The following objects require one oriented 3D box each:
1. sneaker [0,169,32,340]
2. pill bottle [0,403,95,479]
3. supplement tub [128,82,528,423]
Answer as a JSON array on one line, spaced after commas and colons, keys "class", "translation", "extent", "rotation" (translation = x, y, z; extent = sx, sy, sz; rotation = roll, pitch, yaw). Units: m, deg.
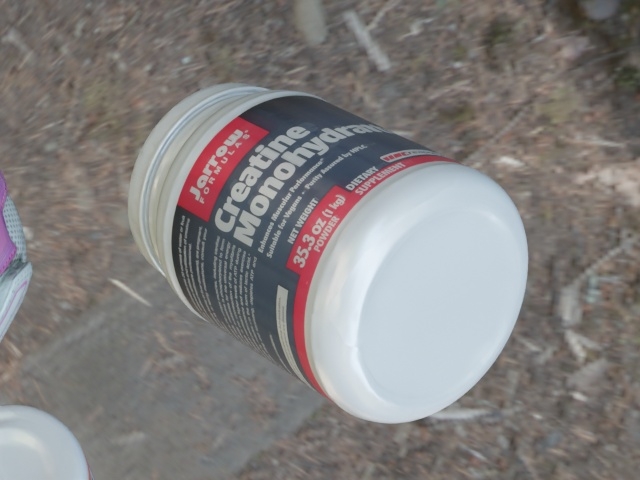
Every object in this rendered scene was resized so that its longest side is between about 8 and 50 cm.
[{"class": "sneaker", "translation": [-0.144, 0.014, 0.573], "extent": [0.103, 0.252, 0.111], "rotation": [-22, 124, 8]}, {"class": "pill bottle", "translation": [-0.204, 0.198, 1.202], "extent": [0.108, 0.193, 0.108], "rotation": [0, 62, 1]}, {"class": "supplement tub", "translation": [0.000, 0.000, 1.267], "extent": [0.191, 0.272, 0.191], "rotation": [-18, 121, -34]}]
